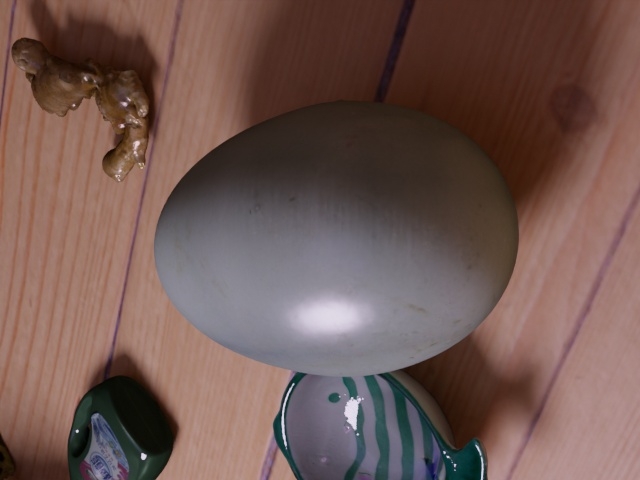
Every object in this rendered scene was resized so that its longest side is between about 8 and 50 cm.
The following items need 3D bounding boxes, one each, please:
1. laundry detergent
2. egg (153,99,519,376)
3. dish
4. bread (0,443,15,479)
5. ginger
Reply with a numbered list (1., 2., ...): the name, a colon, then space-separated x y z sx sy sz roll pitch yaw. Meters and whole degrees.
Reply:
1. laundry detergent: -0.263 0.259 1.400 0.137 0.063 0.211 54 133 13
2. egg: 0.000 0.000 0.973 0.371 0.230 0.230 -4 104 46
3. dish: 0.071 0.192 1.086 0.246 0.078 0.224 6 110 39
4. bread: -0.479 0.297 1.573 0.049 0.088 0.226 -29 88 39
5. ginger: -0.249 -0.157 1.239 0.176 0.052 0.193 -22 100 43
